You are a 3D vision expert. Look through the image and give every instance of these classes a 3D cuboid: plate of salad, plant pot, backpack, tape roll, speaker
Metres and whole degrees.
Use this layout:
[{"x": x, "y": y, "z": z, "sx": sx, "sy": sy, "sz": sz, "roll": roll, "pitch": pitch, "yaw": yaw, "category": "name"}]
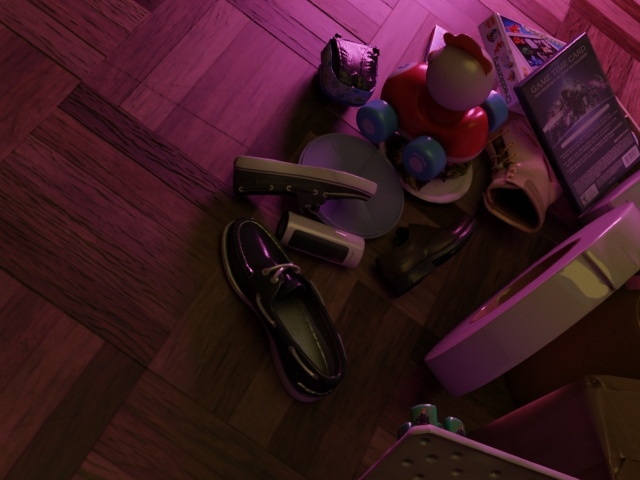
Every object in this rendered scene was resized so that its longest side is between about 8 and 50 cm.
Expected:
[{"x": 0.196, "y": -0.159, "z": 1.584, "sx": 0.200, "sy": 0.048, "sz": 0.199, "roll": 13, "pitch": 59, "yaw": -22, "category": "plate of salad"}, {"x": 0.467, "y": 0.182, "z": 1.413, "sx": 0.237, "sy": 0.254, "sz": 0.237, "roll": 13, "pitch": 59, "yaw": -23, "category": "plant pot"}, {"x": 0.048, "y": -0.292, "z": 1.553, "sx": 0.105, "sy": 0.084, "sz": 0.114, "roll": 14, "pitch": 53, "yaw": -20, "category": "backpack"}, {"x": 0.324, "y": 0.087, "z": 1.301, "sx": 0.392, "sy": 0.392, "sz": 0.072, "roll": -33, "pitch": 82, "yaw": -37, "category": "tape roll"}, {"x": 0.000, "y": 0.000, "z": 1.385, "sx": 0.136, "sy": 0.055, "sz": 0.055, "roll": 20, "pitch": 56, "yaw": -19, "category": "speaker"}]

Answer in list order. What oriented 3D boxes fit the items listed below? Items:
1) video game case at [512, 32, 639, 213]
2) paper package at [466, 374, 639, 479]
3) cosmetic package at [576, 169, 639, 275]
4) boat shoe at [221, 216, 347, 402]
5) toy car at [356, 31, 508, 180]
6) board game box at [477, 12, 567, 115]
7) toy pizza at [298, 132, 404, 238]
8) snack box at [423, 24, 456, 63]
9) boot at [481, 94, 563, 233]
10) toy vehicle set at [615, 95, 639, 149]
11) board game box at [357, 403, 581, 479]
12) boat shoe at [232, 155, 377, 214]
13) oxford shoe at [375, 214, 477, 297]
[{"x": 0.481, "y": -0.216, "z": 1.618, "sx": 0.196, "sy": 0.026, "sz": 0.274, "roll": -39, "pitch": 109, "yaw": -22, "category": "video game case"}, {"x": 0.415, "y": 0.329, "z": 1.256, "sx": 0.310, "sy": 0.325, "sz": 0.168, "roll": 10, "pitch": 59, "yaw": -23, "category": "paper package"}, {"x": 0.586, "y": -0.052, "z": 1.519, "sx": 0.197, "sy": 0.365, "sz": 0.155, "roll": -37, "pitch": 84, "yaw": 6, "category": "cosmetic package"}, {"x": -0.048, "y": 0.086, "z": 1.287, "sx": 0.114, "sy": 0.091, "sz": 0.302, "roll": -22, "pitch": 76, "yaw": -36, "category": "boat shoe"}, {"x": 0.209, "y": -0.266, "z": 1.466, "sx": 0.210, "sy": 0.238, "sz": 0.219, "roll": 42, "pitch": 58, "yaw": 20, "category": "toy car"}, {"x": 0.447, "y": -0.318, "z": 1.716, "sx": 0.305, "sy": 0.053, "sz": 0.193, "roll": 9, "pitch": 59, "yaw": -40, "category": "board game box"}, {"x": 0.049, "y": -0.090, "z": 1.476, "sx": 0.201, "sy": 0.032, "sz": 0.201, "roll": 13, "pitch": 60, "yaw": -23, "category": "toy pizza"}, {"x": 0.236, "y": -0.347, "z": 1.726, "sx": 0.064, "sy": 0.022, "sz": 0.178, "roll": 26, "pitch": 54, "yaw": -13, "category": "snack box"}, {"x": 0.335, "y": -0.148, "z": 1.606, "sx": 0.262, "sy": 0.095, "sz": 0.203, "roll": 49, "pitch": 40, "yaw": -4, "category": "boot"}, {"x": 0.575, "y": -0.270, "z": 1.858, "sx": 0.166, "sy": 0.035, "sz": 0.267, "roll": -26, "pitch": 78, "yaw": -36, "category": "toy vehicle set"}, {"x": 0.182, "y": 0.373, "z": 1.077, "sx": 0.390, "sy": 0.390, "sz": 0.050, "roll": 23, "pitch": 39, "yaw": -16, "category": "board game box"}, {"x": -0.028, "y": -0.079, "z": 1.374, "sx": 0.229, "sy": 0.080, "sz": 0.076, "roll": 10, "pitch": 89, "yaw": -4, "category": "boat shoe"}, {"x": 0.180, "y": 0.000, "z": 1.467, "sx": 0.227, "sy": 0.083, "sz": 0.096, "roll": -31, "pitch": 77, "yaw": -38, "category": "oxford shoe"}]
